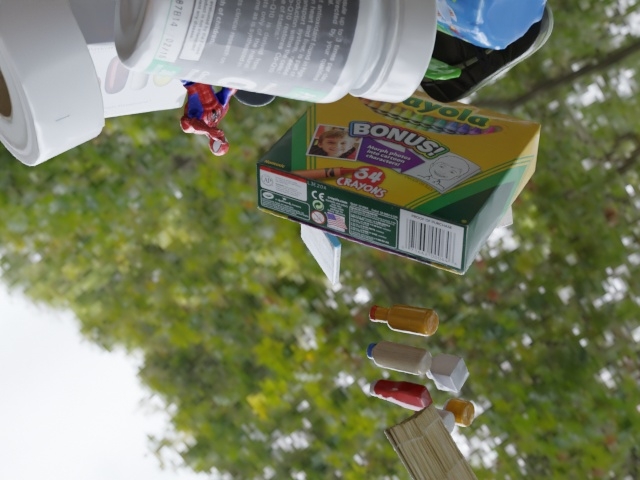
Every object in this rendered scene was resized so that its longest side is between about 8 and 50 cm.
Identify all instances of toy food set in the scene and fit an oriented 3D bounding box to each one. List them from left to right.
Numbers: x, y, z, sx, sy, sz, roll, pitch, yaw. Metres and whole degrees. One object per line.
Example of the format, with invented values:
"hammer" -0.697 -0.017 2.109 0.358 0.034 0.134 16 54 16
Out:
"toy food set" 0.140 0.202 2.090 0.104 0.232 0.111 9 -129 37

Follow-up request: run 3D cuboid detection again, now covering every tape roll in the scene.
"tape roll" -0.395 -0.242 1.840 0.100 0.286 0.286 -28 -155 -23

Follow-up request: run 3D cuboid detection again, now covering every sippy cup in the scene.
"sippy cup" 0.196 -0.383 1.947 0.240 0.305 0.224 -44 -124 -11

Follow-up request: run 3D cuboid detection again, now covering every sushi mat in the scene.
"sushi mat" 0.198 0.372 1.888 0.019 0.316 0.151 -35 169 26

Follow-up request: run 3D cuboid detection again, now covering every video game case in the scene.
"video game case" 0.000 0.000 2.601 0.015 0.166 0.119 -28 -112 -13

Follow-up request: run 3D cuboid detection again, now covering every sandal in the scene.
"sandal" 0.247 -0.290 2.117 0.086 0.120 0.303 -23 -176 -40

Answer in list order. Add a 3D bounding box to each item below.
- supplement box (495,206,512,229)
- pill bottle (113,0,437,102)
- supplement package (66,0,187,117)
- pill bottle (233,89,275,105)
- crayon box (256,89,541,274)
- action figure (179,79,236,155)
"supplement box" 0.300 -0.073 2.413 0.036 0.098 0.062 -20 -128 -3
"pill bottle" -0.054 -0.279 1.717 0.204 0.361 0.204 -173 -90 -69
"supplement package" -0.302 -0.305 2.148 0.194 0.203 0.149 -12 -116 -22
"pill bottle" -0.103 -0.347 2.619 0.123 0.123 0.219 -20 -149 26
"crayon box" 0.129 -0.120 2.270 0.363 0.106 0.313 18 -138 21
"action figure" -0.163 -0.241 1.952 0.091 0.280 0.139 -32 -152 -28
